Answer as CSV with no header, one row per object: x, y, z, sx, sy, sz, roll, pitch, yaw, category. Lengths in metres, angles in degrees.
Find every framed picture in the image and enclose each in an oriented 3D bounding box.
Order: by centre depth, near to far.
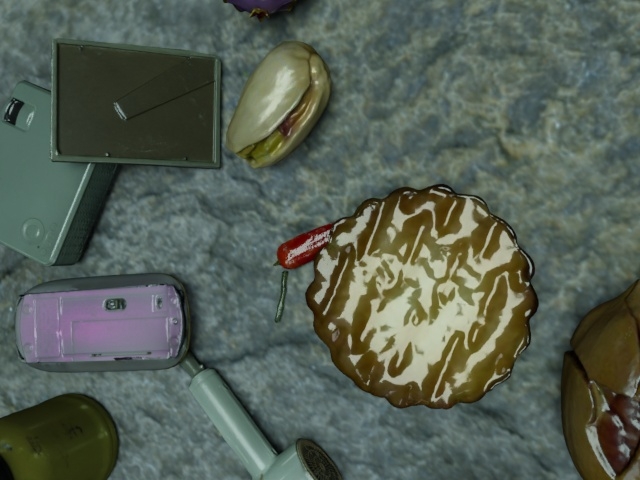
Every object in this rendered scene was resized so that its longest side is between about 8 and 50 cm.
-0.282,-0.209,1.018,0.259,0.023,0.189,-1,88,-23,framed picture

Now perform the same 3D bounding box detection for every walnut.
0.414,0.198,0.854,0.202,0.203,0.298,1,87,11,walnut

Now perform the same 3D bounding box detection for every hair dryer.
-0.136,0.299,1.019,0.173,0.107,0.357,-42,72,7,hair dryer

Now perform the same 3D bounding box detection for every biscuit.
0.146,0.079,0.951,0.325,0.107,0.326,0,91,13,biscuit

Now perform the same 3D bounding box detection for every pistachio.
-0.064,-0.207,1.002,0.201,0.117,0.145,-57,41,12,pistachio

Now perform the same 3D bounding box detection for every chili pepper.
0.000,0.000,1.021,0.178,0.027,0.045,-26,83,8,chili pepper

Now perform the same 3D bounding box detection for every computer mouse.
-0.351,0.136,1.065,0.310,0.072,0.159,-5,86,12,computer mouse

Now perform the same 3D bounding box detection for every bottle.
-0.452,0.336,0.937,0.171,0.351,0.172,0,88,12,bottle

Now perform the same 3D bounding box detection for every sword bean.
-0.061,0.089,1.039,0.012,0.012,0.083,8,89,12,sword bean

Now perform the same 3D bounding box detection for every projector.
-0.447,-0.108,1.080,0.191,0.099,0.257,24,94,10,projector

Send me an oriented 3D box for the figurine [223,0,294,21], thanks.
-0.090,-0.464,0.995,0.189,0.142,0.264,-12,84,8,figurine
